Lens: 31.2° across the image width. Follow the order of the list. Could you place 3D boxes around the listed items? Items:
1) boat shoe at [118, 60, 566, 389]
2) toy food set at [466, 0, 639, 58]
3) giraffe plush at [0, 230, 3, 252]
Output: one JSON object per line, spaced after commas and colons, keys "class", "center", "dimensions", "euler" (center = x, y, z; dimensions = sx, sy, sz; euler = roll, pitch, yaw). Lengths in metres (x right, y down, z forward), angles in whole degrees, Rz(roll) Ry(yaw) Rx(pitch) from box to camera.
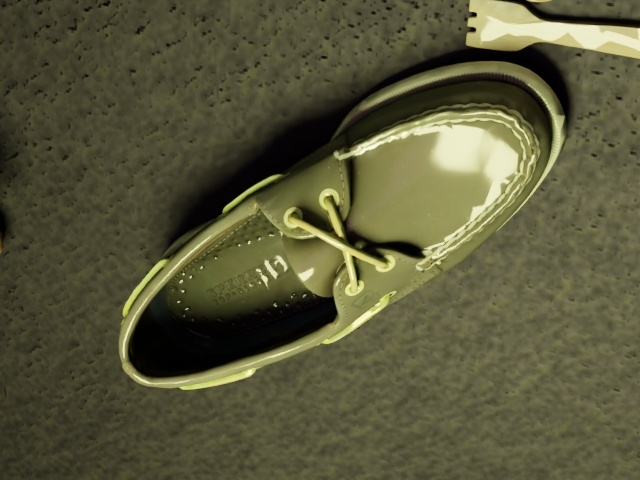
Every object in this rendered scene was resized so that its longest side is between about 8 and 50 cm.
{"class": "boat shoe", "center": [0.003, 0.004, 0.656], "dimensions": [0.305, 0.091, 0.109], "euler": [-30, 104, 33]}
{"class": "toy food set", "center": [0.127, -0.171, 0.537], "dimensions": [0.132, 0.038, 0.192], "euler": [10, 121, 17]}
{"class": "giraffe plush", "center": [-0.331, -0.021, 0.761], "dimensions": [0.170, 0.181, 0.210], "euler": [59, 157, -3]}
